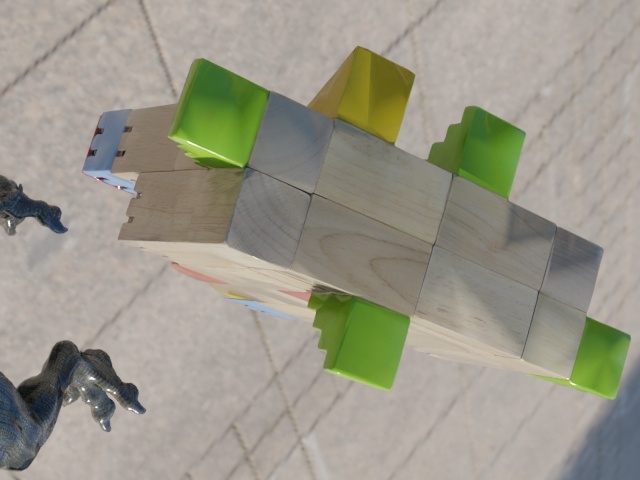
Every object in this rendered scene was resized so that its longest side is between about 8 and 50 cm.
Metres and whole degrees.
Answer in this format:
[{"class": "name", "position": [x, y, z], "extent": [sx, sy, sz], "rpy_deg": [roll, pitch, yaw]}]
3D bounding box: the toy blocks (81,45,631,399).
[{"class": "toy blocks", "position": [0.000, 0.000, 0.915], "extent": [0.381, 0.261, 0.191], "rpy_deg": [22, 79, -32]}]

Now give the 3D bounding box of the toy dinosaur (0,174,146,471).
[{"class": "toy dinosaur", "position": [-0.118, 0.039, 0.423], "extent": [0.118, 0.064, 0.268], "rpy_deg": [-42, 135, -58]}]
